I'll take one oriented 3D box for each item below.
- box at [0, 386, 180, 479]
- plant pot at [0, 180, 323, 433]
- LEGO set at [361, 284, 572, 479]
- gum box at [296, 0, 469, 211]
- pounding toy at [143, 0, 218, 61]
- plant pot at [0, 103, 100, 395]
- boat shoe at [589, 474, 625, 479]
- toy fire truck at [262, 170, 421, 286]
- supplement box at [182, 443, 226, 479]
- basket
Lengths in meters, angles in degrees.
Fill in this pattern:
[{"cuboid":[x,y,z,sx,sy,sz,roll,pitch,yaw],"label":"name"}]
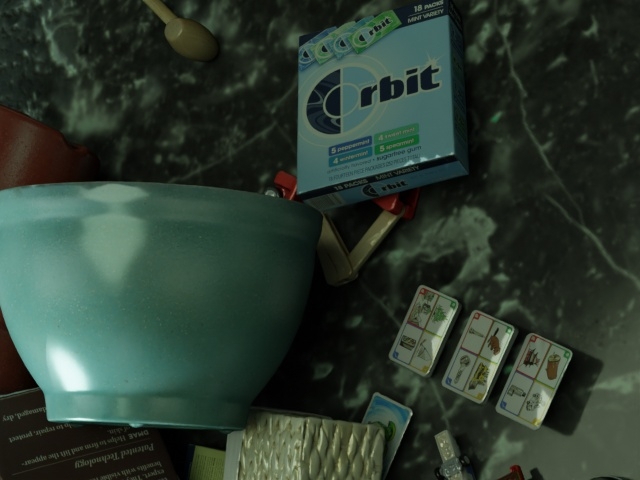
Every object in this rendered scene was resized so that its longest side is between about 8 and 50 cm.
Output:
[{"cuboid":[-0.235,0.254,1.604,0.203,0.167,0.168,65,147,20],"label":"box"},{"cuboid":[-0.147,0.068,1.504,0.293,0.293,0.196,-2,81,26],"label":"plant pot"},{"cuboid":[0.120,0.185,1.557,0.182,0.060,0.244,23,90,40],"label":"LEGO set"},{"cuboid":[0.056,-0.128,1.601,0.157,0.041,0.184,-14,56,21],"label":"gum box"},{"cuboid":[-0.171,-0.318,1.718,0.155,0.154,0.269,-15,74,23],"label":"pounding toy"},{"cuboid":[-0.357,0.004,1.705,0.272,0.272,0.265,17,81,28],"label":"plant pot"},{"cuboid":[0.192,0.293,1.474,0.078,0.070,0.219,33,96,27],"label":"boat shoe"},{"cuboid":[0.000,0.000,1.635,0.135,0.047,0.192,27,93,28],"label":"toy fire truck"},{"cuboid":[-0.084,0.241,1.627,0.083,0.056,0.083,7,84,28],"label":"supplement box"},{"cuboid":[-0.016,0.235,1.546,0.103,0.113,0.167,-6,76,50],"label":"basket"}]
